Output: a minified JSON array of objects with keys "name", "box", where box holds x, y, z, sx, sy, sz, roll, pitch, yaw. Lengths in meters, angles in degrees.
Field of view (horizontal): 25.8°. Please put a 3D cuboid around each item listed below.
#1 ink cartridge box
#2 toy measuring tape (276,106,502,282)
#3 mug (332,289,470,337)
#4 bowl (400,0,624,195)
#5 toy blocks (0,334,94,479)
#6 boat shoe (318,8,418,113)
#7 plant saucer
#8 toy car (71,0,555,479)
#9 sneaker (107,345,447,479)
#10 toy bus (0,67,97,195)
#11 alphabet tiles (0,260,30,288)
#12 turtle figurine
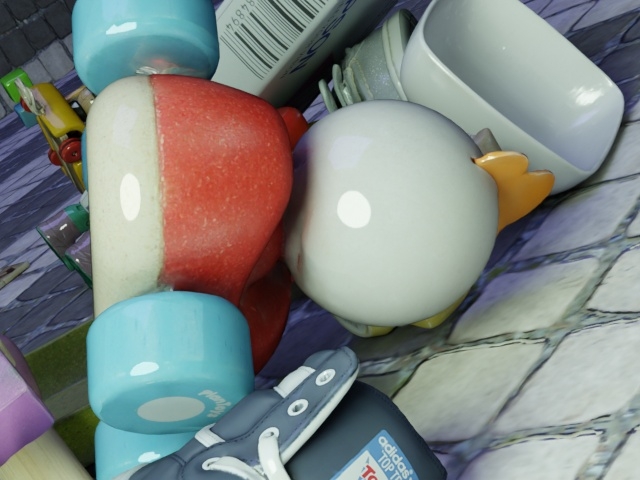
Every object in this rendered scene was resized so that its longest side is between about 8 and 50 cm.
[{"name":"ink cartridge box","box":[-0.004,-0.167,1.084,0.324,0.071,0.330,-47,-4,41]},{"name":"toy measuring tape","box":[0.002,-0.025,0.899,0.121,0.121,0.330,-36,16,-16]},{"name":"mug","box":[0.038,0.020,0.789,0.064,0.062,0.078,-46,14,-22]},{"name":"bowl","box":[0.114,-0.092,0.872,0.053,0.142,0.142,-48,3,36]},{"name":"toy blocks","box":[-0.308,0.061,0.697,0.289,0.309,0.260,-35,58,-16]},{"name":"boat shoe","box":[0.055,-0.101,1.044,0.103,0.118,0.320,-38,10,7]},{"name":"plant saucer","box":[-0.154,0.102,0.917,0.188,0.045,0.188,-29,15,9]},{"name":"toy car","box":[0.000,0.000,0.707,0.238,0.219,0.210,-3,-30,-9]},{"name":"sneaker","box":[-0.030,0.130,0.495,0.153,0.099,0.282,-30,12,11]},{"name":"toy bus","box":[-0.242,-0.117,1.492,0.104,0.191,0.202,-34,15,-13]},{"name":"alphabet tiles","box":[-0.429,0.097,1.520,0.198,0.009,0.237,-13,24,49]},{"name":"turtle figurine","box":[-0.144,-0.057,1.285,0.234,0.118,0.175,-41,17,-12]}]
